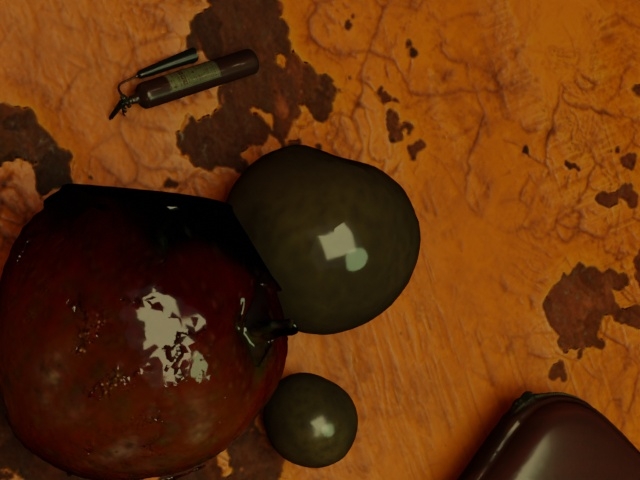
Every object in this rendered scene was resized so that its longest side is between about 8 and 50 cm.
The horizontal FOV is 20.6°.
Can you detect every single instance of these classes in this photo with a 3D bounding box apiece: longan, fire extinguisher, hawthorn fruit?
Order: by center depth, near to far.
[{"bbox_3d":[-0.182,0.083,1.716,0.316,0.316,0.316,0,91,-26],"label":"hawthorn fruit"},{"bbox_3d":[0.000,0.000,1.853,0.212,0.198,0.198,36,76,-22],"label":"longan"},{"bbox_3d":[-0.147,-0.174,1.861,0.173,0.035,0.049,-22,104,-27],"label":"fire extinguisher"},{"bbox_3d":[-0.009,0.189,1.904,0.106,0.106,0.119,43,34,-20],"label":"longan"}]

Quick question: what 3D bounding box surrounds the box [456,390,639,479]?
[{"bbox_3d":[0.230,0.374,2.011,0.263,0.108,0.404,42,74,-20],"label":"box"}]
